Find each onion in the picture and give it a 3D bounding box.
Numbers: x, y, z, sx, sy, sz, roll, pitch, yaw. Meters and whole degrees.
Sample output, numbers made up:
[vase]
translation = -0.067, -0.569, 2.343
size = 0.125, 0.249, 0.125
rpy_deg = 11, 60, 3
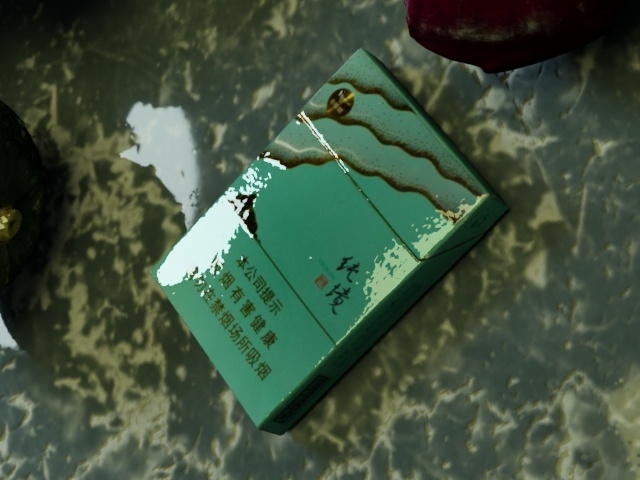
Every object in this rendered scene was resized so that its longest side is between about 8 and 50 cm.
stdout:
[onion]
translation = 0.137, -0.226, 1.139
size = 0.207, 0.216, 0.206
rpy_deg = -14, 83, 10

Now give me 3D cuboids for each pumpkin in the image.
[pumpkin]
translation = -0.289, -0.028, 1.353
size = 0.146, 0.190, 0.190
rpy_deg = -4, 74, 17

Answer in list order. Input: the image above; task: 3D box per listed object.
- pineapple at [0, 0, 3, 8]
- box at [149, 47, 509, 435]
[pineapple]
translation = -0.306, -0.220, 1.380
size = 0.272, 0.262, 0.262
rpy_deg = -18, 67, 25
[box]
translation = 0.000, 0.000, 1.251
size = 0.229, 0.041, 0.162
rpy_deg = -45, 58, 13
